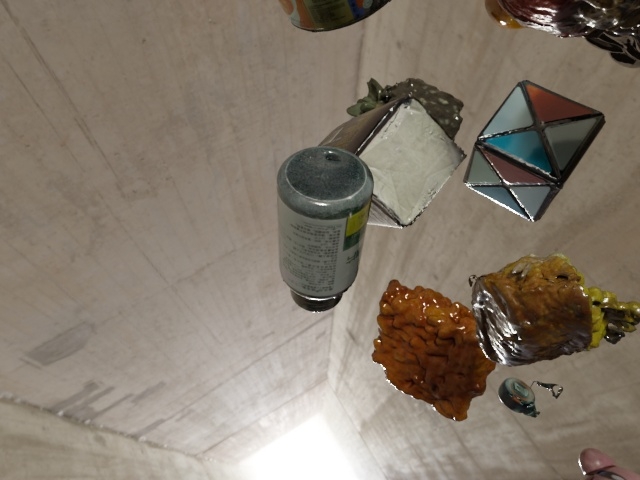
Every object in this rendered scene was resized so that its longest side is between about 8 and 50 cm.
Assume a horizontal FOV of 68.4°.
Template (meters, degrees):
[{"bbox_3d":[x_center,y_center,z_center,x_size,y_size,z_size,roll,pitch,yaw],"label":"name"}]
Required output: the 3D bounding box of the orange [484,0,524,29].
[{"bbox_3d":[0.439,-0.543,1.025,0.159,0.136,0.159,-5,-10,-1],"label":"orange"}]

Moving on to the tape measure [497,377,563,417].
[{"bbox_3d":[0.574,0.402,1.293,0.180,0.107,0.104,112,-179,-47],"label":"tape measure"}]

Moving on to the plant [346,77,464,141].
[{"bbox_3d":[0.232,-0.351,1.357,0.213,0.312,0.215,115,177,-59],"label":"plant"}]

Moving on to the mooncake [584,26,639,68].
[{"bbox_3d":[0.631,-0.402,0.869,0.306,0.306,0.154,-3,-49,-53],"label":"mooncake"}]

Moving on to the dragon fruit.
[{"bbox_3d":[0.358,-0.335,0.613,0.218,0.148,0.224,-24,-10,22],"label":"dragon fruit"}]

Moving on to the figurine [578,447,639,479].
[{"bbox_3d":[0.718,0.666,1.113,0.270,0.261,0.211,-31,11,-26],"label":"figurine"}]

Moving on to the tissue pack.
[{"bbox_3d":[0.105,-0.164,1.046,0.210,0.198,0.370,-53,18,-7],"label":"tissue pack"}]

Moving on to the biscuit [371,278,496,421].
[{"bbox_3d":[0.281,0.281,1.206,0.110,0.312,0.318,-29,-47,-45],"label":"biscuit"}]

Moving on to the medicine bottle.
[{"bbox_3d":[0.000,0.000,0.770,0.141,0.141,0.293,-25,-34,-24],"label":"medicine bottle"}]

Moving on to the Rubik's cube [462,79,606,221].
[{"bbox_3d":[0.572,-0.240,1.294,0.246,0.250,0.248,-52,-21,-12],"label":"Rubik's cube"}]

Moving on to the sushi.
[{"bbox_3d":[0.329,0.103,0.699,0.179,0.167,0.296,-23,-35,-4],"label":"sushi"}]

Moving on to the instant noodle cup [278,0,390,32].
[{"bbox_3d":[0.012,-0.506,0.772,0.296,0.296,0.214,-34,-39,-1],"label":"instant noodle cup"}]
